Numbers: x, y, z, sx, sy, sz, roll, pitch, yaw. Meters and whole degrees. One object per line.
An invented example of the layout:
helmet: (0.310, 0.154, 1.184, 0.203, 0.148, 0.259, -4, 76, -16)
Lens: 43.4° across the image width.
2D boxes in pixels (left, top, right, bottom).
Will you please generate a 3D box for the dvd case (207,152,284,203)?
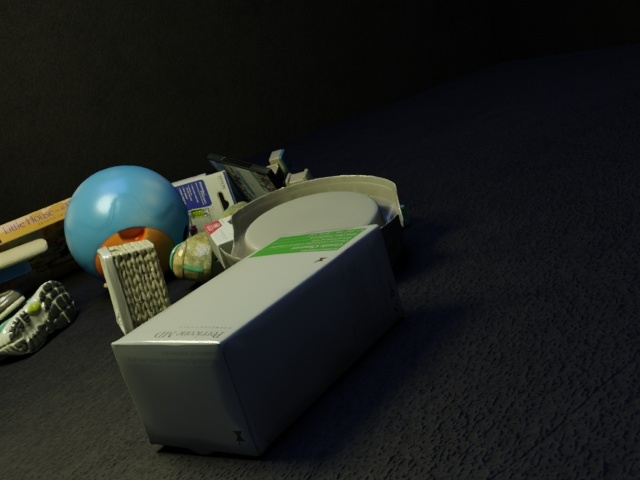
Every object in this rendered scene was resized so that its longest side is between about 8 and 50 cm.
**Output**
dvd case: (-0.169, -0.140, 2.069, 0.253, 0.180, 0.022, 19, 63, 44)

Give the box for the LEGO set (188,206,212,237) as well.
LEGO set: (-0.360, -0.010, 2.067, 0.287, 0.107, 0.132, -13, 14, 21)

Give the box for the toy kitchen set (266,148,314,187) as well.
toy kitchen set: (-0.072, -0.186, 2.436, 0.166, 0.122, 0.207, -13, 35, 22)

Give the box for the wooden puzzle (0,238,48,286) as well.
wooden puzzle: (-0.822, 0.118, 1.815, 0.348, 0.080, 0.322, -21, 5, 36)

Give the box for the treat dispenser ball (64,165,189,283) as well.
treat dispenser ball: (-0.456, -0.034, 1.902, 0.288, 0.288, 0.288, -18, 14, 4)

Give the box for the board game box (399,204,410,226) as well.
board game box: (0.000, 0.000, 1.677, 0.317, 0.046, 0.213, -24, 14, -22)

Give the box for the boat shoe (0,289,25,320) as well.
boat shoe: (-0.784, 0.183, 1.723, 0.335, 0.095, 0.112, -32, 13, 18)

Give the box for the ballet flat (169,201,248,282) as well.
ballet flat: (-0.207, 0.007, 1.827, 0.123, 0.123, 0.348, -12, 15, 27)

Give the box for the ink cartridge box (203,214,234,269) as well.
ink cartridge box: (-0.149, -0.013, 1.650, 0.150, 0.063, 0.109, -23, 29, -14)

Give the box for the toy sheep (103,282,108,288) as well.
toy sheep: (-0.416, 0.099, 1.767, 0.132, 0.091, 0.091, -9, 16, 18)

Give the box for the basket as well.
basket: (-0.361, 0.088, 1.574, 0.103, 0.167, 0.113, -17, 13, -18)

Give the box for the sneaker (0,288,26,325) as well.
sneaker: (-0.795, 0.185, 1.934, 0.092, 0.087, 0.228, -16, 12, 21)

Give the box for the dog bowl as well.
dog bowl: (-0.009, -0.004, 1.464, 0.349, 0.102, 0.349, -13, 24, 6)

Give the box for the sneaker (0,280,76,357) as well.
sneaker: (-0.629, 0.171, 1.743, 0.110, 0.107, 0.275, -23, 11, 21)

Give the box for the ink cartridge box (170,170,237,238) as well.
ink cartridge box: (-0.381, -0.071, 2.186, 0.371, 0.175, 0.069, -13, 14, 24)

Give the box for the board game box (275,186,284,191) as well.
board game box: (-0.084, -0.051, 1.773, 0.103, 0.154, 0.026, -26, 54, 17)

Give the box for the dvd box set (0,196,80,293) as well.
dvd box set: (-0.779, 0.022, 2.253, 0.420, 0.062, 0.307, -27, -22, -33)

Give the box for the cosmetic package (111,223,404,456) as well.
cosmetic package: (-0.065, 0.118, 1.069, 0.197, 0.155, 0.365, -6, 17, 35)
